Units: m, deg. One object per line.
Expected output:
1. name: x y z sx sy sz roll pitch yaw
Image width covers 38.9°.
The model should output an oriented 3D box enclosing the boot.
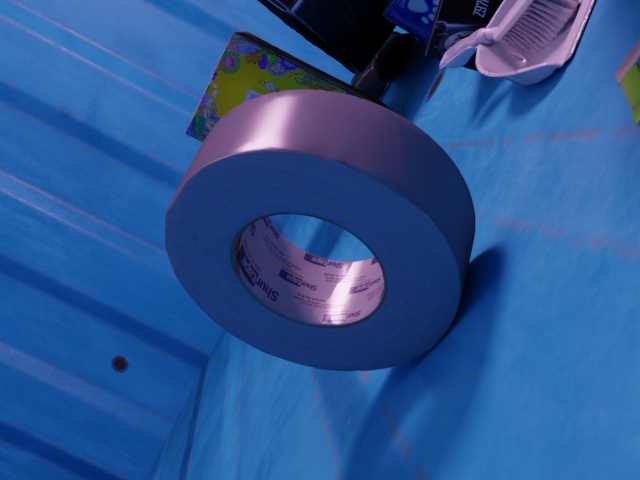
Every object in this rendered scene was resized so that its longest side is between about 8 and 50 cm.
1. boot: 0.120 -0.319 1.736 0.189 0.076 0.208 -63 13 17

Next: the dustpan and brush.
1. dustpan and brush: 0.166 -0.185 0.802 0.147 0.060 0.211 -65 7 -17

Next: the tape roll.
1. tape roll: 0.000 0.000 0.666 0.219 0.219 0.072 -56 10 46

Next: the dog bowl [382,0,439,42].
1. dog bowl: 0.196 -0.419 1.320 0.265 0.104 0.265 -62 6 12

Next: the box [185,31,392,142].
1. box: -0.042 -0.205 1.513 0.177 0.290 0.279 -62 6 12

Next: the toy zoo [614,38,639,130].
1. toy zoo: 0.193 -0.083 0.318 0.192 0.030 0.293 -59 8 28

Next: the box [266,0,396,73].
1. box: 0.051 -0.576 1.465 0.480 0.297 0.472 -53 -13 8

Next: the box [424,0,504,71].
1. box: 0.173 -0.283 0.943 0.180 0.077 0.147 -71 -4 -50
